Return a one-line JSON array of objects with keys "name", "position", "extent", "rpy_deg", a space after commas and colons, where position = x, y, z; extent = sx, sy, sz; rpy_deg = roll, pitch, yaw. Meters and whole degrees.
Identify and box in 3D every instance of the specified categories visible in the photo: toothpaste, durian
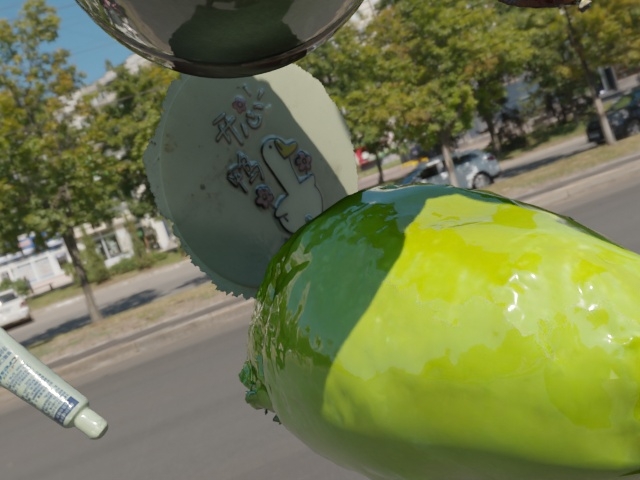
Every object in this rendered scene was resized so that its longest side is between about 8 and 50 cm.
[{"name": "toothpaste", "position": [-0.335, 0.160, 0.736], "extent": [0.062, 0.216, 0.037], "rpy_deg": [-56, -8, -16]}, {"name": "durian", "position": [0.085, 0.066, 0.431], "extent": [0.256, 0.204, 0.340], "rpy_deg": [21, -21, -6]}]

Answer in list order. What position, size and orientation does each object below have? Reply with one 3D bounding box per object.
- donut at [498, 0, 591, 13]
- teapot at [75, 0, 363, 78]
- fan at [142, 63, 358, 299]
[{"name": "donut", "position": [0.260, -0.382, 0.824], "extent": [0.144, 0.126, 0.186], "rpy_deg": [-9, 49, 11]}, {"name": "teapot", "position": [-0.047, -0.259, 0.292], "extent": [0.233, 0.315, 0.312], "rpy_deg": [2, 3, -8]}, {"name": "fan", "position": [0.000, 0.000, 0.628], "extent": [0.012, 0.415, 0.233], "rpy_deg": [-2, 42, 51]}]
